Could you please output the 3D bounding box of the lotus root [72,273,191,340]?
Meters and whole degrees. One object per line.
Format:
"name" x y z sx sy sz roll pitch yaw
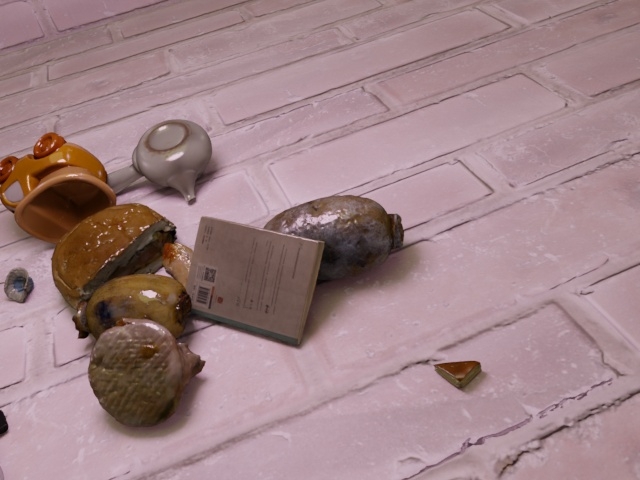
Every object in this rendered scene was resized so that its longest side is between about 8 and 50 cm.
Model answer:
"lotus root" -0.395 0.147 1.164 0.277 0.154 0.154 -6 42 16

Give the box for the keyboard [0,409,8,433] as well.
"keyboard" -0.675 0.389 1.058 0.195 0.018 0.060 -33 40 -21

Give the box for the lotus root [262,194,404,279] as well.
"lotus root" 0.000 0.000 1.208 0.349 0.175 0.175 -12 42 10

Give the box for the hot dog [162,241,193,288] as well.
"hot dog" -0.294 0.072 1.276 0.078 0.061 0.169 -42 64 13

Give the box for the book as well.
"book" -0.145 0.074 1.162 0.282 0.025 0.215 14 92 22

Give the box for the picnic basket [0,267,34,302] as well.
"picnic basket" -0.702 0.104 1.329 0.065 0.083 0.083 17 4 11

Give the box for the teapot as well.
"teapot" -0.447 -0.224 1.568 0.318 0.149 0.220 6 52 18

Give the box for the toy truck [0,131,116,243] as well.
"toy truck" -0.668 -0.130 1.457 0.288 0.204 0.212 -30 53 10

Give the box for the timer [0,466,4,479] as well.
"timer" -0.676 0.417 0.956 0.237 0.087 0.262 -38 55 -24

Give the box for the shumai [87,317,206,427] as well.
"shumai" -0.319 0.236 1.066 0.201 0.120 0.202 0 87 10

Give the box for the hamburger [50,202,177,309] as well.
"hamburger" -0.487 0.021 1.328 0.211 0.133 0.309 24 55 31

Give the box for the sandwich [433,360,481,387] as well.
"sandwich" 0.241 0.233 0.998 0.083 0.031 0.044 -7 38 9
